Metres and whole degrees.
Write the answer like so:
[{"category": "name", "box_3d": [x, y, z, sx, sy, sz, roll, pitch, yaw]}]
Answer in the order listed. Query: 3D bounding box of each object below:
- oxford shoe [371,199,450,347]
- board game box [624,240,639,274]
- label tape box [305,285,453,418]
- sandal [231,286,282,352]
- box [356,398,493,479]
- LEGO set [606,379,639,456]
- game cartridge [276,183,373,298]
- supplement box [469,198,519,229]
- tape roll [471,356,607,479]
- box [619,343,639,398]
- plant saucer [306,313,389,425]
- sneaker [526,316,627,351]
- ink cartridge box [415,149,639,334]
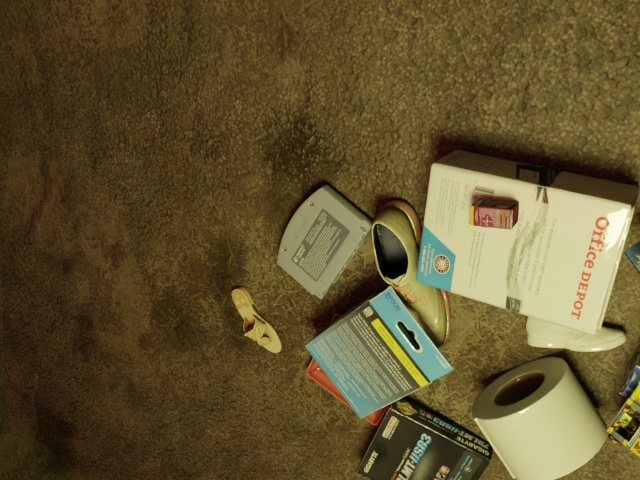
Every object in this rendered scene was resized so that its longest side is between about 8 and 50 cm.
[{"category": "oxford shoe", "box_3d": [0.207, 0.107, 1.501, 0.140, 0.146, 0.397, -17, 101, 33]}, {"category": "board game box", "box_3d": [0.696, 0.097, 1.134, 0.243, 0.165, 0.042, 64, 146, 21]}, {"category": "label tape box", "box_3d": [0.157, 0.276, 1.563, 0.249, 0.115, 0.347, 52, 128, 4]}, {"category": "sandal", "box_3d": [-0.216, 0.261, 1.874, 0.088, 0.079, 0.240, -29, 93, 37]}, {"category": "box", "box_3d": [0.281, 0.608, 1.691, 0.293, 0.073, 0.295, 26, 122, 9]}, {"category": "LEGO set", "box_3d": [0.738, 0.330, 1.193, 0.192, 0.255, 0.331, 42, 121, 37]}, {"category": "game cartridge", "box_3d": [0.000, 0.000, 1.648, 0.196, 0.060, 0.294, 39, 125, 8]}, {"category": "supplement box", "box_3d": [0.342, -0.053, 1.201, 0.083, 0.055, 0.043, 8, 112, 30]}, {"category": "tape roll", "box_3d": [0.494, 0.403, 1.387, 0.246, 0.246, 0.169, -33, 91, 37]}, {"category": "box", "box_3d": [0.669, 0.275, 1.290, 0.028, 0.136, 0.081, 26, 122, 21]}, {"category": "plant saucer", "box_3d": [0.110, 0.360, 1.732, 0.258, 0.048, 0.259, 34, 123, 16]}, {"category": "sneaker", "box_3d": [0.566, 0.193, 1.364, 0.212, 0.080, 0.094, -3, 96, 34]}, {"category": "ink cartridge box", "box_3d": [0.430, -0.008, 1.302, 0.395, 0.166, 0.285, 17, 117, 27]}]
